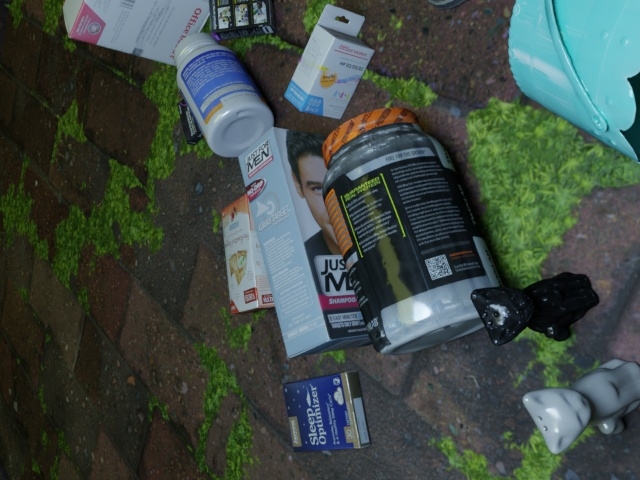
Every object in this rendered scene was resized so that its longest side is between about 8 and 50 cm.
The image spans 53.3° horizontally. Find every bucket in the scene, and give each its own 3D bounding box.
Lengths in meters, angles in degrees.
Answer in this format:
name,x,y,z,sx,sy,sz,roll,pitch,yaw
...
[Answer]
name,x,y,z,sx,sy,sz,roll,pitch,yaw
bucket,0.354,-0.232,0.684,0.183,0.281,0.281,42,119,43

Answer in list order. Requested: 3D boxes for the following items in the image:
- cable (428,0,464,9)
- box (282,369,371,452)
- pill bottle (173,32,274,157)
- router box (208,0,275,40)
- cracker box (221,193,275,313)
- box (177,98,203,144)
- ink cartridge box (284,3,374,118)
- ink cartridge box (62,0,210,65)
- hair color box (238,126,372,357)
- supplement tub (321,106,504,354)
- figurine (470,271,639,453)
name,x,y,z,sx,sy,sz,roll,pitch,yaw
cable,0.242,-0.404,0.940,0.287,0.072,0.139,33,119,42
box,-0.005,0.333,1.225,0.225,0.037,0.136,-23,73,46
pill bottle,-0.219,-0.323,1.376,0.152,0.152,0.272,-51,55,34
router box,-0.169,-0.524,1.352,0.133,0.046,0.178,-5,84,9
cracker box,-0.144,0.031,1.329,0.156,0.067,0.232,-23,73,60
box,-0.286,-0.319,1.538,0.162,0.029,0.116,-33,66,43
ink cartridge box,0.023,-0.318,1.149,0.061,0.104,0.181,49,123,35
ink cartridge box,-0.433,-0.555,1.513,0.207,0.283,0.117,-47,53,36
hair color box,0.000,0.000,1.112,0.114,0.185,0.374,-32,67,43
supplement tub,0.127,-0.015,0.961,0.207,0.207,0.337,-34,66,41
figurine,0.289,0.145,0.782,0.092,0.210,0.214,-43,60,38
